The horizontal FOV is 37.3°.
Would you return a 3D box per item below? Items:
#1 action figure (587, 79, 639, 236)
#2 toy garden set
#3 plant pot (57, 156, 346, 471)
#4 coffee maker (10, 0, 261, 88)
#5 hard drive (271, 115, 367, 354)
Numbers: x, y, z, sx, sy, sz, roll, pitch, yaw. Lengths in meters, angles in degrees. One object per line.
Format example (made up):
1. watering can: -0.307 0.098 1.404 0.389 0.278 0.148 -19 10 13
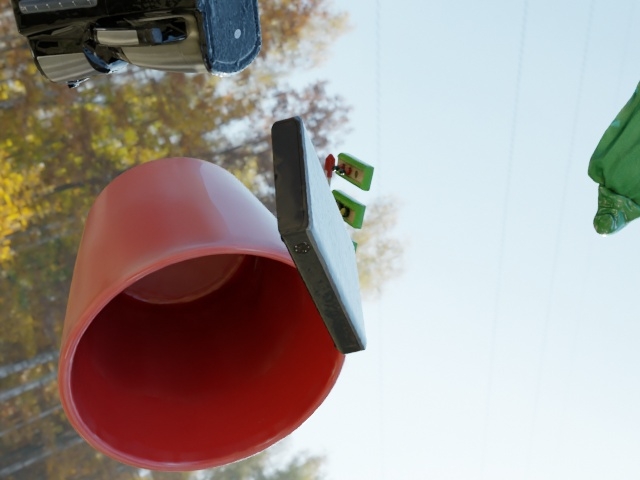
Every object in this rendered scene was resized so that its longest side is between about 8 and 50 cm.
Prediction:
1. action figure: 0.296 -0.096 0.778 0.137 0.232 0.063 37 -7 24
2. toy garden set: 0.006 -0.040 1.691 0.204 0.049 0.244 38 -61 60
3. plant pot: -0.133 0.054 0.969 0.243 0.275 0.274 -117 -162 -54
4. coffee maker: -0.149 -0.214 0.767 0.178 0.120 0.171 2 -92 23
5. hard drive: 0.000 0.000 0.610 0.135 0.022 0.094 66 13 -50
